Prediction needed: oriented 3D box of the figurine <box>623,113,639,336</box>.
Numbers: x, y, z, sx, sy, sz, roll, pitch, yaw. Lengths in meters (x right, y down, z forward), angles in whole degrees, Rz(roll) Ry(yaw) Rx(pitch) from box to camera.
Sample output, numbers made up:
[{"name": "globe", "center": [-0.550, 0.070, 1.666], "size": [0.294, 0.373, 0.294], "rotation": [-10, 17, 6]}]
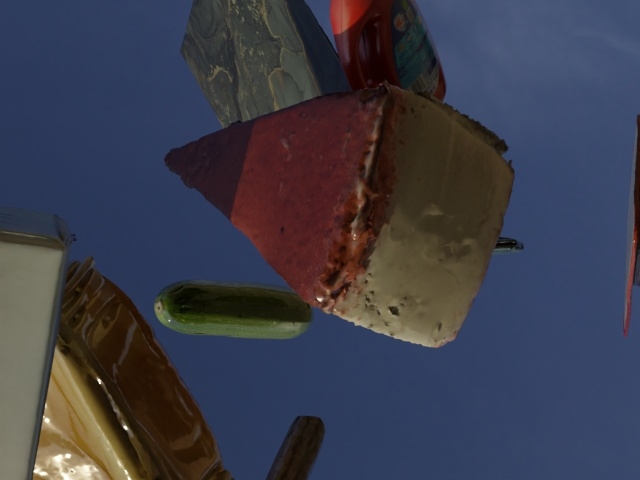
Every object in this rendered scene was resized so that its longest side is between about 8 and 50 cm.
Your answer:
[{"name": "figurine", "center": [0.407, -0.005, 1.032], "size": [0.226, 0.183, 0.160], "rotation": [4, -125, 15]}]

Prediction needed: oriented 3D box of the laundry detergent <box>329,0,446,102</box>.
[{"name": "laundry detergent", "center": [0.040, -0.160, 0.826], "size": [0.097, 0.049, 0.165], "rotation": [-56, -48, -34]}]

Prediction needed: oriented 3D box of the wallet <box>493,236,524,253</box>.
[{"name": "wallet", "center": [0.218, 0.008, 1.538], "size": [0.088, 0.129, 0.026], "rotation": [4, -98, -73]}]

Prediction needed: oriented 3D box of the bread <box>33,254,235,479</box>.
[{"name": "bread", "center": [-0.170, 0.139, 0.835], "size": [0.241, 0.136, 0.107], "rotation": [62, -152, -13]}]

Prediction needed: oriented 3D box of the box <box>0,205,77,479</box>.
[{"name": "box", "center": [-0.233, 0.036, 0.396], "size": [0.269, 0.079, 0.135], "rotation": [8, -83, -16]}]

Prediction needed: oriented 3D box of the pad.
[{"name": "pad", "center": [-0.067, -0.174, 1.124], "size": [0.007, 0.367, 0.248], "rotation": [-26, -98, -20]}]

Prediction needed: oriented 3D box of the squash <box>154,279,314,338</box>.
[{"name": "squash", "center": [-0.099, 0.083, 1.331], "size": [0.238, 0.069, 0.069], "rotation": [7, -114, -42]}]

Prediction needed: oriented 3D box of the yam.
[{"name": "yam", "center": [-0.052, 0.289, 1.098], "size": [0.046, 0.046, 0.264], "rotation": [38, -130, -16]}]

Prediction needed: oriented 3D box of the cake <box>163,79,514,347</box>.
[{"name": "cake", "center": [0.000, 0.000, 0.835], "size": [0.158, 0.262, 0.160], "rotation": [23, -113, -39]}]
